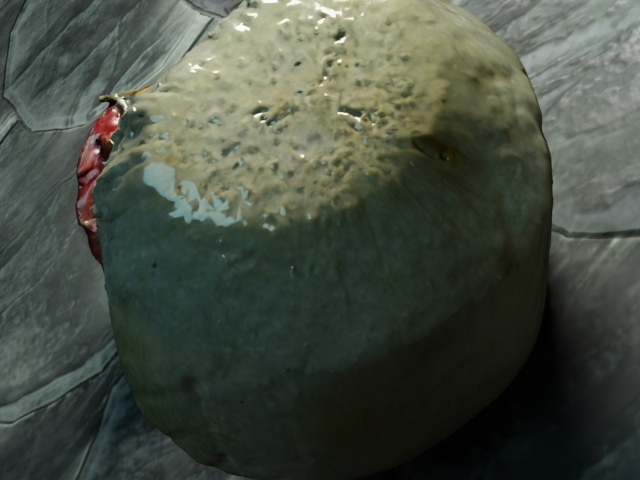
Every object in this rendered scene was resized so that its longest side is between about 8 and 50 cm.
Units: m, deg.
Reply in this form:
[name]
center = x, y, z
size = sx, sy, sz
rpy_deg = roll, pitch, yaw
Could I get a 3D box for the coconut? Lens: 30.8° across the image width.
[coconut]
center = 0.000, 0.000, 0.932
size = 0.415, 0.415, 0.344
rpy_deg = -46, 66, 10

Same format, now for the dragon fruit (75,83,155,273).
[dragon fruit]
center = -0.139, -0.067, 1.241
size = 0.152, 0.205, 0.317
rpy_deg = -17, 52, 36
